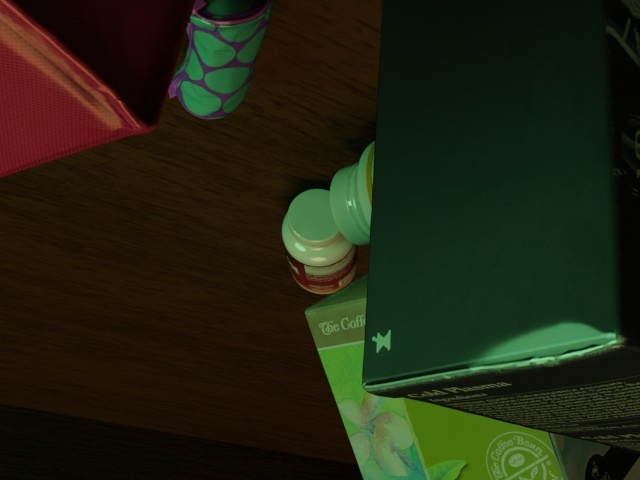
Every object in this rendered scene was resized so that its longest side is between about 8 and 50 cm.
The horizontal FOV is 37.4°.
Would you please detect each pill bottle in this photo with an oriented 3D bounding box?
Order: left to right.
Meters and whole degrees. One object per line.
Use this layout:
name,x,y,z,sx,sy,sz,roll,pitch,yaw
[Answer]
pill bottle,0.000,0.000,1.099,0.086,0.086,0.152,1,157,4
pill bottle,0.117,-0.056,0.902,0.215,0.117,0.117,-14,152,37

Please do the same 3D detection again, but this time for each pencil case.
pencil case,-0.082,-0.156,0.750,0.070,0.064,0.151,-8,161,-15

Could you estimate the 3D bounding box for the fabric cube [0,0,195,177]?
fabric cube,-0.216,-0.180,0.409,0.258,0.259,0.254,-11,143,32

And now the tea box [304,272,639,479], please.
tea box,0.203,0.144,0.958,0.220,0.323,0.329,-17,-173,39

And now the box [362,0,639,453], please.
box,0.206,-0.051,0.600,0.312,0.343,0.179,17,156,-33
